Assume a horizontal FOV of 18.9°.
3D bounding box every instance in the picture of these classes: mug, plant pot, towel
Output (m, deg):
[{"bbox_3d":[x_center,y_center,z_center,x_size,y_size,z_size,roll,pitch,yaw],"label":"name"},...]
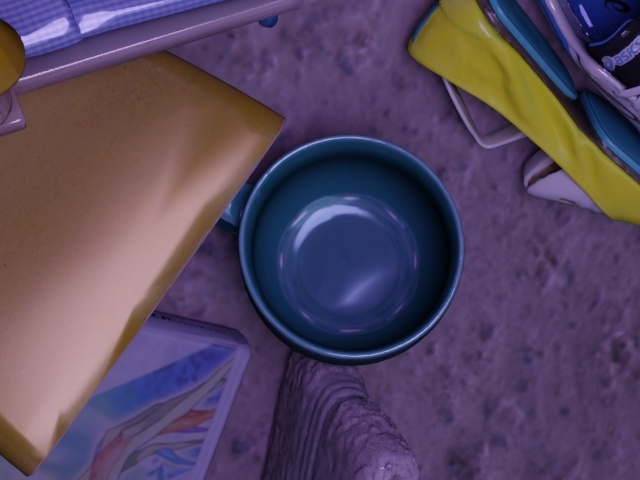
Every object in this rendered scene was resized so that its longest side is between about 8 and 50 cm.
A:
[{"bbox_3d":[0.010,-0.002,1.137,0.129,0.097,0.158,-34,83,-4],"label":"mug"},{"bbox_3d":[-0.173,-0.027,0.991,0.187,0.212,0.212,37,80,-12],"label":"plant pot"},{"bbox_3d":[-0.001,0.215,1.174,0.049,0.187,0.282,5,109,-18],"label":"towel"}]

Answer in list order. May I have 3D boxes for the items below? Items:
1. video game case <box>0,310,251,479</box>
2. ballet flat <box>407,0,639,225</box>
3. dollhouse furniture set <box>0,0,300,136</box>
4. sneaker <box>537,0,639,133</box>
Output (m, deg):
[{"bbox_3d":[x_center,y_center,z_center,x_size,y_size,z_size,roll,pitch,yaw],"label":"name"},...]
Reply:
[{"bbox_3d":[-0.230,0.176,1.155,0.300,0.036,0.329,14,105,-25],"label":"video game case"},{"bbox_3d":[0.141,-0.070,1.187,0.077,0.077,0.231,-38,118,21],"label":"ballet flat"},{"bbox_3d":[-0.089,-0.227,0.864,0.286,0.303,0.198,-17,154,-14],"label":"dollhouse furniture set"},{"bbox_3d":[0.202,-0.097,1.142,0.085,0.086,0.237,-37,95,34],"label":"sneaker"}]
